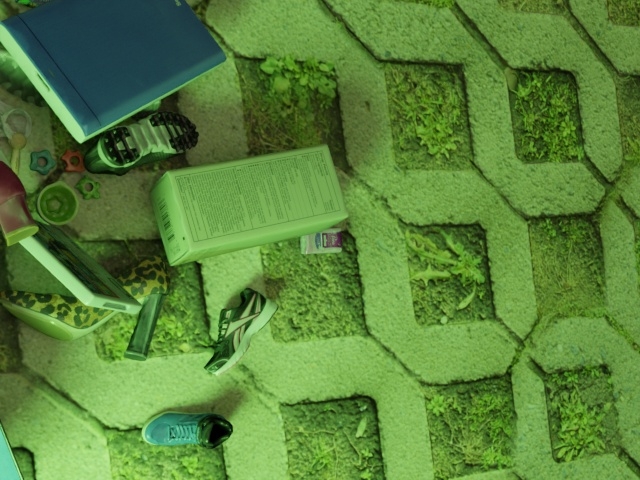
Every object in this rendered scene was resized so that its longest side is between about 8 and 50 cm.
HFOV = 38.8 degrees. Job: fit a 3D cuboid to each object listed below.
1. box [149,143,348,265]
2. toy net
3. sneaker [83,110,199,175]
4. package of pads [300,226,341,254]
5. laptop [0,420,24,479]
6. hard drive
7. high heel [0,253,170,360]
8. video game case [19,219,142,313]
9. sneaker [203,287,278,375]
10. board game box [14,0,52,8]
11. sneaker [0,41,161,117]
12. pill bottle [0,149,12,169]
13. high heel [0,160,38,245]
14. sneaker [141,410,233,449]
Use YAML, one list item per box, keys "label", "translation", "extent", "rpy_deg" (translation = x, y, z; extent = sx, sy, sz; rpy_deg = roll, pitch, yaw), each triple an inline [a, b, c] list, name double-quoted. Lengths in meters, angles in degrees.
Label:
- label: "box"
  translation: [-0.122, -0.065, 1.593]
  extent: [0.311, 0.121, 0.148]
  rpy_deg: [-11, 81, -29]
- label: "toy net"
  translation: [-0.453, -0.141, 1.467]
  extent: [0.122, 0.045, 0.232]
  rpy_deg: [-39, 108, -23]
- label: "sneaker"
  translation: [-0.307, -0.160, 1.531]
  extent: [0.234, 0.106, 0.078]
  rpy_deg: [-27, 94, -53]
- label: "package of pads"
  translation: [0.000, 0.000, 1.728]
  extent: [0.083, 0.032, 0.050]
  rpy_deg: [-3, 93, -29]
- label: "laptop"
  translation: [-0.663, 0.296, 1.239]
  extent: [0.407, 0.236, 0.382]
  rpy_deg: [-23, 100, -27]
- label: "hard drive"
  translation: [-0.323, -0.312, 1.457]
  extent: [0.210, 0.040, 0.318]
  rpy_deg: [53, 50, -3]
- label: "high heel"
  translation: [-0.382, 0.075, 1.499]
  extent: [0.261, 0.093, 0.186]
  rpy_deg: [22, 63, -20]
- label: "video game case"
  translation: [-0.380, 0.036, 1.388]
  extent: [0.201, 0.183, 0.023]
  rpy_deg: [41, 91, 14]
- label: "sneaker"
  translation: [-0.159, 0.160, 1.628]
  extent: [0.077, 0.072, 0.178]
  rpy_deg: [42, 62, -10]
- label: "board game box"
  translation: [-0.410, -0.466, 1.497]
  extent: [0.136, 0.035, 0.201]
  rpy_deg: [16, 82, -29]
- label: "sneaker"
  translation: [-0.401, -0.280, 1.484]
  extent: [0.281, 0.105, 0.115]
  rpy_deg: [10, 63, -31]
- label: "pill bottle"
  translation: [-0.594, -0.056, 1.310]
  extent: [0.272, 0.152, 0.152]
  rpy_deg: [-46, 111, -29]
- label: "high heel"
  translation: [-0.523, -0.024, 1.255]
  extent: [0.244, 0.082, 0.117]
  rpy_deg: [-25, 79, -21]
- label: "sneaker"
  translation: [-0.225, 0.328, 1.570]
  extent: [0.152, 0.084, 0.058]
  rpy_deg: [3, 89, -29]
